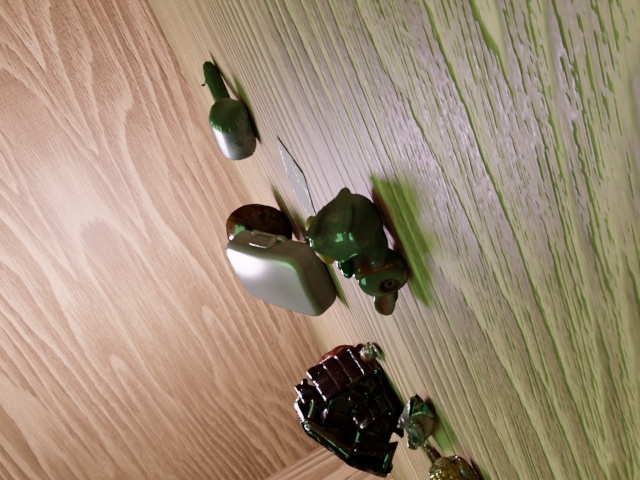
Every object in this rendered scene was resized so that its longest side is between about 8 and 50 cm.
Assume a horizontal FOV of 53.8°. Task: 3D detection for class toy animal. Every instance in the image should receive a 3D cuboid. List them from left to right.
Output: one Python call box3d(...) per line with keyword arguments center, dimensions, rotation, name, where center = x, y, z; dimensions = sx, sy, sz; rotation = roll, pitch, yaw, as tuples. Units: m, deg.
box3d(center=(0.086, 0.026, 1.011), dimensions=(0.108, 0.138, 0.236), rotation=(-15, 135, 43), name="toy animal")

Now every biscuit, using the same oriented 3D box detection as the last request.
box3d(center=(0.319, 0.605, 1.694), dimensions=(0.119, 0.019, 0.130), rotation=(54, 168, 44), name="biscuit")

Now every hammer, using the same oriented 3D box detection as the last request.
box3d(center=(-0.294, -0.407, 1.871), dimensions=(0.206, 0.119, 0.335), rotation=(82, 164, -63), name="hammer")

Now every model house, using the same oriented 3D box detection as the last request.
box3d(center=(0.102, 0.487, 1.895), dimensions=(0.282, 0.297, 0.317), rotation=(-68, 22, 16), name="model house")

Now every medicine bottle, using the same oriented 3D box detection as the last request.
box3d(center=(-0.131, 0.101, 1.999), dimensions=(0.375, 0.123, 0.282), rotation=(13, 135, 44), name="medicine bottle")

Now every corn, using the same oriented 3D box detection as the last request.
box3d(center=(0.329, 0.577, 1.294), dimensions=(0.293, 0.106, 0.106), rotation=(58, 172, 7), name="corn")

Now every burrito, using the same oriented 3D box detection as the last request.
box3d(center=(0.232, 0.438, 1.513), dimensions=(0.096, 0.066, 0.309), rotation=(61, 170, 26), name="burrito")

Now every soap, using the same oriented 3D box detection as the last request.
box3d(center=(-0.001, 0.001, 1.575), dimensions=(0.089, 0.045, 0.140), rotation=(49, 165, 45), name="soap")

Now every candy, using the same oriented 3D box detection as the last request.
box3d(center=(0.137, 0.316, 1.768), dimensions=(0.053, 0.046, 0.182), rotation=(58, 169, 13), name="candy")

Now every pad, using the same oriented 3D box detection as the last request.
box3d(center=(-0.057, -0.144, 1.583), dimensions=(0.156, 0.004, 0.232), rotation=(57, 171, 34), name="pad")

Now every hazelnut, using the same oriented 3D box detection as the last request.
box3d(center=(-0.215, -0.020, 2.198), dimensions=(0.218, 0.234, 0.218), rotation=(-171, 90, -75), name="hazelnut")

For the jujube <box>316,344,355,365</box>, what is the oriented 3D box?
box3d(center=(0.075, 0.469, 2.209), dimensions=(0.197, 0.197, 0.290), rotation=(58, 156, 26), name="jujube")
